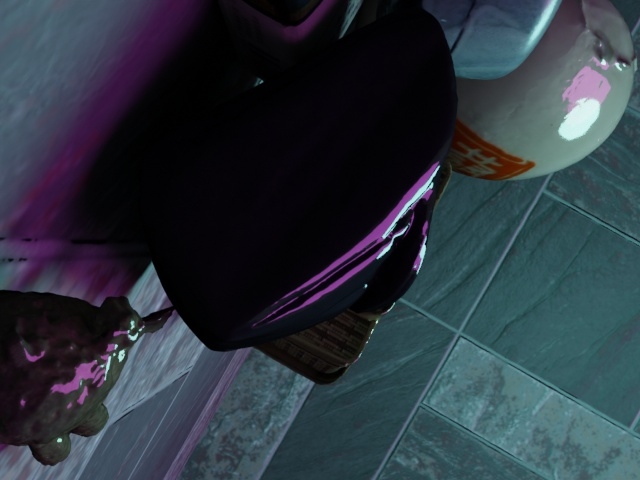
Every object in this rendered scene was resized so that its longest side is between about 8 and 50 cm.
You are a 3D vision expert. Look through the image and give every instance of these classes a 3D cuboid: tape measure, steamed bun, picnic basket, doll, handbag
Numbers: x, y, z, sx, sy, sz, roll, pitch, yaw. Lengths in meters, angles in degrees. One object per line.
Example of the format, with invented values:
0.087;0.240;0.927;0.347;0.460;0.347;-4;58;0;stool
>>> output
0.147;-0.275;0.665;0.275;0.147;0.256;109;-4;-53;tape measure
0.203;-0.214;1.010;0.241;0.374;0.374;-58;177;0;steamed bun
0.000;0.000;0.991;0.312;0.228;0.175;-60;178;-16;picnic basket
-0.172;0.097;0.511;0.203;0.091;0.286;-28;167;6;doll
0.001;-0.020;0.630;0.275;0.177;0.302;-31;175;-13;handbag

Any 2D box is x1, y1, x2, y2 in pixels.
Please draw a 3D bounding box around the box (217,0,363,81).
-0.002;-0.209;0.522;0.168;0.071;0.259;-59;179;-4;box
